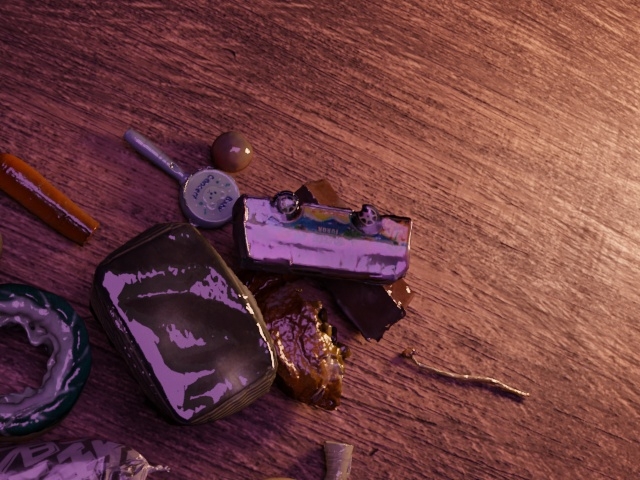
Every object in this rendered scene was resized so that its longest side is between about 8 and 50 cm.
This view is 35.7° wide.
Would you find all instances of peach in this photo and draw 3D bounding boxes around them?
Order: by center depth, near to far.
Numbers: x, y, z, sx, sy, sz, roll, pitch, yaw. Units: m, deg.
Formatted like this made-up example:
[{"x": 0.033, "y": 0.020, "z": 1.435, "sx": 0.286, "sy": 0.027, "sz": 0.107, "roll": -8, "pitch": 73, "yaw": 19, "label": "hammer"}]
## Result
[{"x": -0.171, "y": -0.169, "z": 1.911, "sx": 0.083, "sy": 0.083, "sz": 0.083, "roll": 6, "pitch": 72, "yaw": -18, "label": "peach"}]

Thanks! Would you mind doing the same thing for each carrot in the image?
[{"x": -0.499, "y": -0.076, "z": 1.771, "sx": 0.225, "sy": 0.067, "sz": 0.067, "roll": 39, "pitch": 65, "yaw": -6, "label": "carrot"}, {"x": -0.089, "y": 0.069, "z": 1.882, "sx": 0.162, "sy": 0.055, "sz": 0.055, "roll": -14, "pitch": 79, "yaw": -30, "label": "carrot"}]

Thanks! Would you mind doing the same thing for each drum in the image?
[{"x": -0.251, "y": -0.134, "z": 1.886, "sx": 0.130, "sy": 0.049, "sz": 0.253, "roll": -36, "pitch": 88, "yaw": -25, "label": "drum"}]

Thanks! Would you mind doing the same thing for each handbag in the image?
[{"x": -0.244, "y": 0.156, "z": 1.694, "sx": 0.247, "sy": 0.240, "sz": 0.340, "roll": -31, "pitch": 85, "yaw": -26, "label": "handbag"}]

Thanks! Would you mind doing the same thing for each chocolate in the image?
[{"x": 0.054, "y": 0.034, "z": 1.905, "sx": 0.321, "sy": 0.112, "sz": 0.112, "roll": 52, "pitch": 30, "yaw": 3, "label": "chocolate"}]

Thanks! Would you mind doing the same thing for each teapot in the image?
[{"x": 0.032, "y": 0.411, "z": 1.818, "sx": 0.067, "sy": 0.057, "sz": 0.083, "roll": 21, "pitch": 70, "yaw": -44, "label": "teapot"}]

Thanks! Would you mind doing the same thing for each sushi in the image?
[{"x": -0.040, "y": 0.172, "z": 1.810, "sx": 0.179, "sy": 0.167, "sz": 0.296, "roll": -29, "pitch": 74, "yaw": -19, "label": "sushi"}]

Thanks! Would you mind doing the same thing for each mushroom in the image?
[{"x": 0.289, "y": 0.270, "z": 1.971, "sx": 0.286, "sy": 0.028, "sz": 0.026, "roll": 22, "pitch": 25, "yaw": -13, "label": "mushroom"}]

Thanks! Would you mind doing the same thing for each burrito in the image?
[{"x": -0.470, "y": 0.393, "z": 1.616, "sx": 0.446, "sy": 0.101, "sz": 0.139, "roll": -8, "pitch": 65, "yaw": -19, "label": "burrito"}]

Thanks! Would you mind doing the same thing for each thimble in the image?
[{"x": -0.523, "y": 0.198, "z": 1.621, "sx": 0.288, "sy": 0.167, "sz": 0.254, "roll": 14, "pitch": 69, "yaw": -16, "label": "thimble"}]

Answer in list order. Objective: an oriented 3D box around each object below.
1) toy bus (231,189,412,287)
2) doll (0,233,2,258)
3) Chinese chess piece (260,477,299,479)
[{"x": 0.000, "y": 0.000, "z": 1.756, "sx": 0.317, "sy": 0.112, "sz": 0.137, "roll": 6, "pitch": 72, "yaw": -14, "label": "toy bus"}, {"x": -0.665, "y": -0.061, "z": 1.623, "sx": 0.226, "sy": 0.215, "sz": 0.370, "roll": -25, "pitch": 85, "yaw": -2, "label": "doll"}, {"x": -0.069, "y": 0.536, "z": 1.712, "sx": 0.250, "sy": 0.103, "sz": 0.249, "roll": 5, "pitch": 73, "yaw": -18, "label": "Chinese chess piece"}]
